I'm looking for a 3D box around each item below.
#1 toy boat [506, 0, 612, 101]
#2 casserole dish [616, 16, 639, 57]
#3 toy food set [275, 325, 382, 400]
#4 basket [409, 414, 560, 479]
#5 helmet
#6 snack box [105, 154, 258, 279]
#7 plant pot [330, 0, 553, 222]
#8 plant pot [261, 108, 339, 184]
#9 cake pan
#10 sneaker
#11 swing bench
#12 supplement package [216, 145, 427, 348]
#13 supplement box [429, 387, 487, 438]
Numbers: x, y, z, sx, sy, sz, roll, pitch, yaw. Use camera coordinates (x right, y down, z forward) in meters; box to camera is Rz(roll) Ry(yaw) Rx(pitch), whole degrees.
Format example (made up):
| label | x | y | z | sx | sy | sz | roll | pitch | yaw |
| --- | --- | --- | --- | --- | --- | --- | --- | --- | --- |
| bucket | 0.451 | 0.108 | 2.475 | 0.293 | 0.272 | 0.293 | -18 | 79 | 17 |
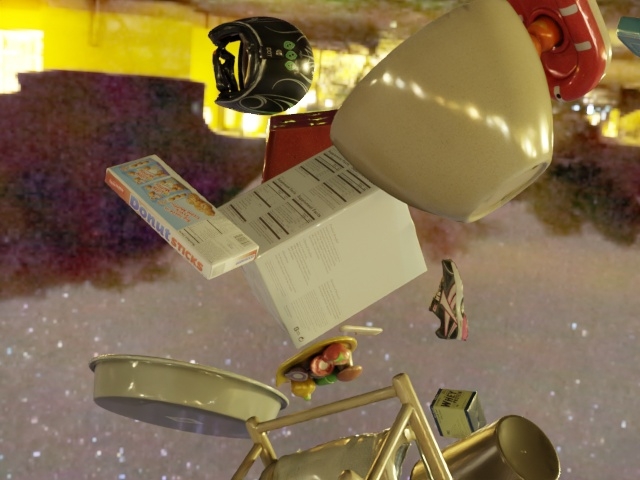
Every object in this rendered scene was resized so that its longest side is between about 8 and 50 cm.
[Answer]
| label | x | y | z | sx | sy | sz | roll | pitch | yaw |
| --- | --- | --- | --- | --- | --- | --- | --- | --- | --- |
| toy boat | 0.344 | -0.315 | 1.252 | 0.151 | 0.231 | 0.151 | -38 | -158 | -18 |
| casserole dish | 0.632 | -0.372 | 1.523 | 0.114 | 0.037 | 0.188 | 31 | -173 | -27 |
| toy food set | 0.013 | 0.241 | 1.508 | 0.218 | 0.071 | 0.128 | -36 | 150 | 25 |
| basket | 0.274 | 0.399 | 1.341 | 0.154 | 0.227 | 0.204 | 17 | -139 | -25 |
| helmet | -0.090 | -0.275 | 1.276 | 0.170 | 0.169 | 0.162 | 11 | -170 | 35 |
| snack box | -0.147 | -0.029 | 0.839 | 0.178 | 0.022 | 0.064 | 40 | -137 | 26 |
| plant pot | 0.181 | -0.134 | 1.023 | 0.284 | 0.190 | 0.284 | -32 | 167 | -8 |
| plant pot | -0.002 | -0.131 | 1.609 | 0.268 | 0.235 | 0.267 | -6 | -162 | -1 |
| cake pan | -0.193 | 0.231 | 1.159 | 0.294 | 0.054 | 0.293 | 9 | 158 | 3 |
| sneaker | 0.266 | 0.128 | 1.708 | 0.077 | 0.178 | 0.072 | -7 | 175 | 7 |
| swing bench | 0.038 | 0.319 | 0.902 | 0.253 | 0.254 | 0.165 | -24 | -163 | 37 |
| supplement package | 0.000 | 0.000 | 1.354 | 0.263 | 0.199 | 0.198 | -30 | -145 | -12 |
| supplement box | 0.275 | 0.346 | 1.605 | 0.083 | 0.083 | 0.056 | -2 | -148 | 35 |
